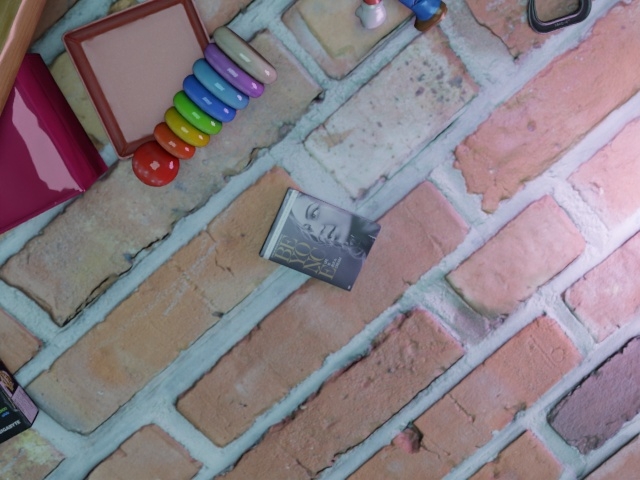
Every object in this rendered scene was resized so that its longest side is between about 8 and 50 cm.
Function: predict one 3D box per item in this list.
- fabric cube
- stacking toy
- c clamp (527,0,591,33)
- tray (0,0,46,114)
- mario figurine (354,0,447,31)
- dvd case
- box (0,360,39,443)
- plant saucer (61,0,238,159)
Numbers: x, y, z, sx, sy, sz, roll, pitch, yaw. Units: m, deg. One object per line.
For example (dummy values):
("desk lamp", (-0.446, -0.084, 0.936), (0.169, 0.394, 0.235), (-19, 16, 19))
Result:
("fabric cube", (-0.578, -0.166, 1.269), (0.254, 0.259, 0.258), (-27, 106, -1))
("stacking toy", (-0.234, -0.232, 1.318), (0.141, 0.141, 0.330), (39, 101, -16))
("c clamp", (0.494, -0.504, 1.442), (0.161, 0.022, 0.137), (-24, 112, -2))
("tray", (-0.561, -0.335, 1.080), (0.203, 0.076, 0.410), (20, 85, 2))
("mario figurine", (0.104, -0.541, 1.346), (0.321, 0.198, 0.170), (29, 141, -22))
("dvd case", (0.000, 0.000, 1.517), (0.221, 0.018, 0.164), (22, 102, -13))
("box", (-0.807, 0.335, 1.476), (0.296, 0.073, 0.293), (-29, 106, 2))
("plant saucer", (-0.325, -0.323, 1.368), (0.259, 0.047, 0.259), (-22, 108, -1))
